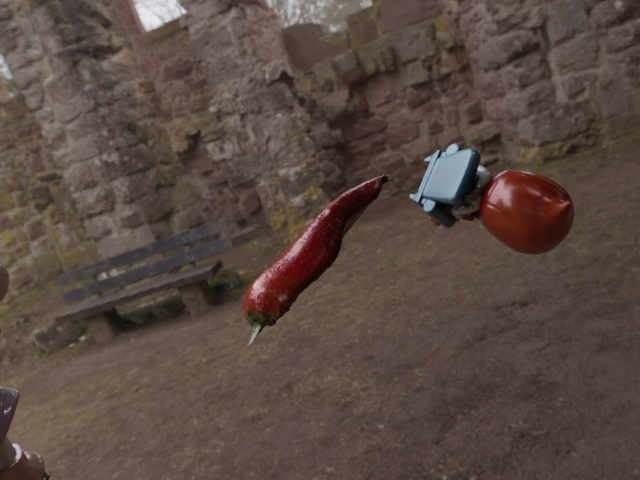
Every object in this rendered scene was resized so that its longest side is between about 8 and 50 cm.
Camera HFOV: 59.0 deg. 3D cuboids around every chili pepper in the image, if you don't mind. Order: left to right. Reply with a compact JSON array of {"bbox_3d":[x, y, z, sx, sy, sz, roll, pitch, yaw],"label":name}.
[{"bbox_3d":[0.000,0.000,0.381,0.178,0.027,0.045,-47,8,-31],"label":"chili pepper"}]

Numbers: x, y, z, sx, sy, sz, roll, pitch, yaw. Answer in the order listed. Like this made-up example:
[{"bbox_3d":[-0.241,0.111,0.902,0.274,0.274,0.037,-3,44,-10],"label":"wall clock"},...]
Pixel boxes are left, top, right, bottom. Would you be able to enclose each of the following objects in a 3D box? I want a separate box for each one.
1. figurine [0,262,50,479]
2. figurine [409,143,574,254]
[{"bbox_3d":[-0.275,0.089,0.340,0.200,0.276,0.133,-28,50,-11],"label":"figurine"},{"bbox_3d":[0.142,-0.033,0.461,0.140,0.075,0.068,20,79,48],"label":"figurine"}]
